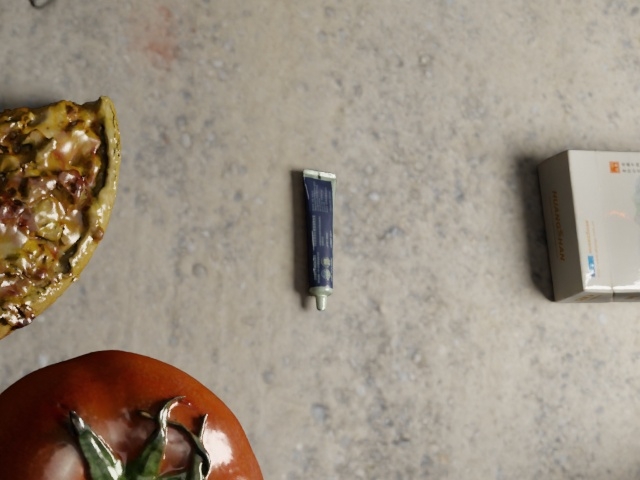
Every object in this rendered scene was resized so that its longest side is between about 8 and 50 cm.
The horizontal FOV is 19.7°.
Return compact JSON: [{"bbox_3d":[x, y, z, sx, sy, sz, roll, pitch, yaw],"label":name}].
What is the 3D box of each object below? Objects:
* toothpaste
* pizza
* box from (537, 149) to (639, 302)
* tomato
[{"bbox_3d":[0.000,0.000,1.750,0.037,0.021,0.140,9,70,-29],"label":"toothpaste"},{"bbox_3d":[-0.272,-0.019,1.601,0.161,0.085,0.305,36,63,-10],"label":"pizza"},{"bbox_3d":[0.342,-0.012,1.877,0.233,0.067,0.149,1,73,-24],"label":"box"},{"bbox_3d":[-0.175,0.217,1.499,0.256,0.224,0.256,4,78,-21],"label":"tomato"}]
